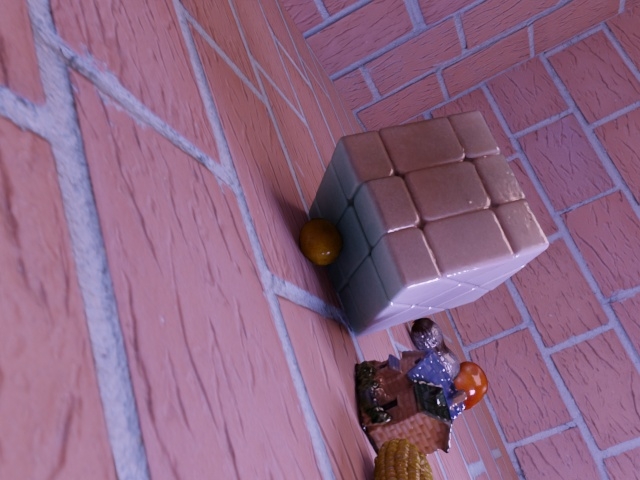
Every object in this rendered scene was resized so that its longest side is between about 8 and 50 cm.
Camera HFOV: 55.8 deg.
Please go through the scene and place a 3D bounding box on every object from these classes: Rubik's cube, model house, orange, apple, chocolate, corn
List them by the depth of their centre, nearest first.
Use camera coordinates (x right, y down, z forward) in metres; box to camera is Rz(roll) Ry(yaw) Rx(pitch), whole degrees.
[{"bbox_3d":[0.121,0.406,0.859,0.101,0.101,0.292,59,17,-22],"label":"corn"},{"bbox_3d":[0.172,0.294,1.093,0.166,0.172,0.183,62,13,-14],"label":"model house"},{"bbox_3d":[0.000,0.000,1.168,0.085,0.085,0.095,43,27,-59],"label":"orange"},{"bbox_3d":[0.192,-0.028,1.218,0.322,0.319,0.316,116,-43,-62],"label":"Rubik's cube"},{"bbox_3d":[0.370,0.357,1.937,0.248,0.110,0.110,60,13,-18],"label":"chocolate"},{"bbox_3d":[0.492,0.494,2.049,0.139,0.163,0.163,58,8,26],"label":"apple"}]
